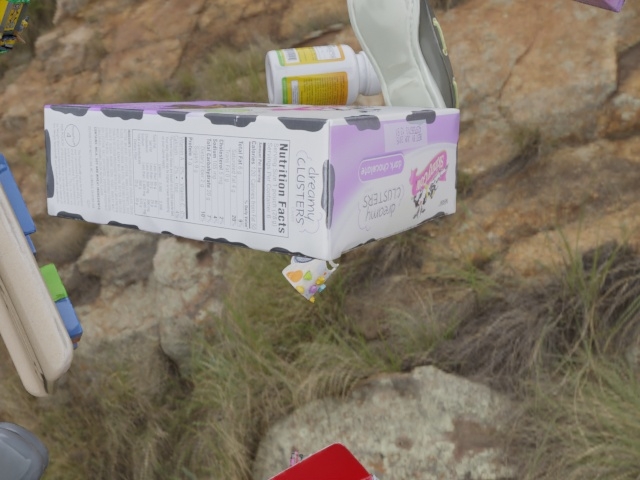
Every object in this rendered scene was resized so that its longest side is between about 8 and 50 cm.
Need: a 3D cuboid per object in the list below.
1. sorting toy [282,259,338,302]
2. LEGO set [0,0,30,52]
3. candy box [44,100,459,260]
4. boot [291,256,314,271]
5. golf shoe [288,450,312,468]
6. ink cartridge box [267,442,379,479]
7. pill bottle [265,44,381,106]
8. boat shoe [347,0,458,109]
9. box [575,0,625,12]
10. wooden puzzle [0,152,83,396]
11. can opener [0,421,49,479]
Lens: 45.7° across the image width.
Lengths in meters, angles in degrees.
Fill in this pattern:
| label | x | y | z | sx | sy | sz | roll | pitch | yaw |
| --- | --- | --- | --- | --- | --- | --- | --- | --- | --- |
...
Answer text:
| label | x | y | z | sx | sy | sz | roll | pitch | yaw |
| --- | --- | --- | --- | --- | --- | --- | --- | --- | --- |
| sorting toy | -0.007 | 0.055 | 1.225 | 0.075 | 0.083 | 0.045 | -42 | 55 | 4 |
| LEGO set | -0.516 | -0.332 | 1.006 | 0.254 | 0.192 | 0.331 | 8 | 41 | -37 |
| candy box | -0.036 | -0.047 | 0.463 | 0.196 | 0.070 | 0.164 | 8 | 14 | 30 |
| boot | 0.000 | 0.000 | 1.849 | 0.069 | 0.086 | 0.190 | 31 | 45 | 25 |
| golf shoe | -0.023 | 0.483 | 1.563 | 0.085 | 0.186 | 0.068 | 8 | 66 | 2 |
| ink cartridge box | -0.021 | 0.435 | 0.921 | 0.309 | 0.272 | 0.130 | -34 | 20 | 12 |
| pill bottle | 0.008 | -0.363 | 1.695 | 0.245 | 0.136 | 0.136 | -7 | 43 | -10 |
| boat shoe | 0.123 | -0.291 | 1.105 | 0.109 | 0.305 | 0.091 | -9 | 18 | 34 |
| box | 0.341 | -0.455 | 1.146 | 0.213 | 0.117 | 0.243 | 31 | 18 | 35 |
| wooden puzzle | -0.401 | 0.041 | 1.012 | 0.080 | 0.348 | 0.322 | -24 | 85 | -28 |
| can opener | -0.240 | 0.239 | 0.430 | 0.093 | 0.074 | 0.280 | 32 | 75 | -11 |
